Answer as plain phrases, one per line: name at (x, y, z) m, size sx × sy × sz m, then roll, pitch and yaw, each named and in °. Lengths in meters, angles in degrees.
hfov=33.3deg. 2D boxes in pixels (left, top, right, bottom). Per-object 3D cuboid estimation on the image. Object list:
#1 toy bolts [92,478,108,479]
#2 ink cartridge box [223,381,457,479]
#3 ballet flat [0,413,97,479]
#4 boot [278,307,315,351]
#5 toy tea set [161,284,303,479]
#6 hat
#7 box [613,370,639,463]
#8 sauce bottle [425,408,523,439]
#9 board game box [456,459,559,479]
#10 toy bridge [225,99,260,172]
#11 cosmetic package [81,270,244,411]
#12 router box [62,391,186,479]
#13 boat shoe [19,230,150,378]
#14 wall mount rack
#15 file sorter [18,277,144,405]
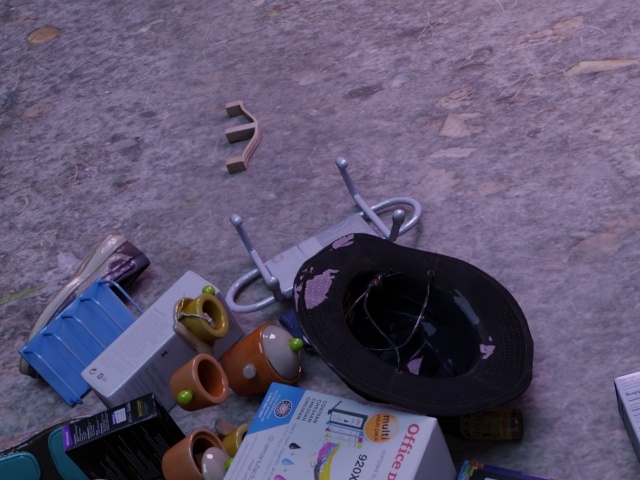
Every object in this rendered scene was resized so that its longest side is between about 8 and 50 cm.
toy bolts at (-0.289, 0.434, 1.347) m, size 0.218 × 0.158 × 0.228 m, roll -32°, pitch 44°, yaw -9°
ink cartridge box at (0.030, 0.308, 1.326) m, size 0.232 × 0.168 × 0.171 m, roll 8°, pitch 52°, yaw 27°
ballet flat at (-0.387, 0.305, 1.555) m, size 0.316 × 0.107 × 0.106 m, roll -12°, pitch 12°, yaw 0°
boot at (0.017, 0.141, 1.577) m, size 0.086 × 0.069 × 0.190 m, roll -41°, pitch 37°, yaw -10°
toy tea set at (-0.107, 0.209, 1.453) m, size 0.124 × 0.200 × 0.336 m, roll -28°, pitch 39°, yaw 26°
hat at (0.107, 0.142, 1.410) m, size 0.331 × 0.134 × 0.331 m, roll 13°, pitch 39°, yaw -10°
box at (0.442, 0.222, 1.307) m, size 0.126 × 0.072 × 0.137 m, roll -17°, pitch 45°, yaw 7°
sauce bottle at (0.202, 0.243, 1.411) m, size 0.128 × 0.042 × 0.042 m, roll -6°, pitch 46°, yaw 19°
board game box at (0.216, 0.360, 1.288) m, size 0.141 × 0.048 × 0.170 m, roll 9°, pitch 52°, yaw 27°
toy bridge at (-0.145, -0.202, 1.998) m, size 0.063 × 0.026 × 0.188 m, roll -13°, pitch 44°, yaw 8°
cosmetic package at (-0.234, 0.170, 1.612) m, size 0.085 × 0.117 × 0.231 m, roll 29°, pitch 65°, yaw 39°
router box at (-0.250, 0.292, 1.453) m, size 0.133 × 0.179 × 0.046 m, roll -21°, pitch 45°, yaw 3°
boat shoe at (-0.380, 0.112, 1.744) m, size 0.092 × 0.103 × 0.285 m, roll 30°, pitch 60°, yaw 4°
wall mount rack at (0.000, 0.000, 1.636) m, size 0.350 × 0.130 × 0.304 m, roll -29°, pitch 29°, yaw -5°
file sorter at (-0.353, 0.156, 1.647) m, size 0.170 × 0.118 × 0.104 m, roll -45°, pitch 14°, yaw -21°
